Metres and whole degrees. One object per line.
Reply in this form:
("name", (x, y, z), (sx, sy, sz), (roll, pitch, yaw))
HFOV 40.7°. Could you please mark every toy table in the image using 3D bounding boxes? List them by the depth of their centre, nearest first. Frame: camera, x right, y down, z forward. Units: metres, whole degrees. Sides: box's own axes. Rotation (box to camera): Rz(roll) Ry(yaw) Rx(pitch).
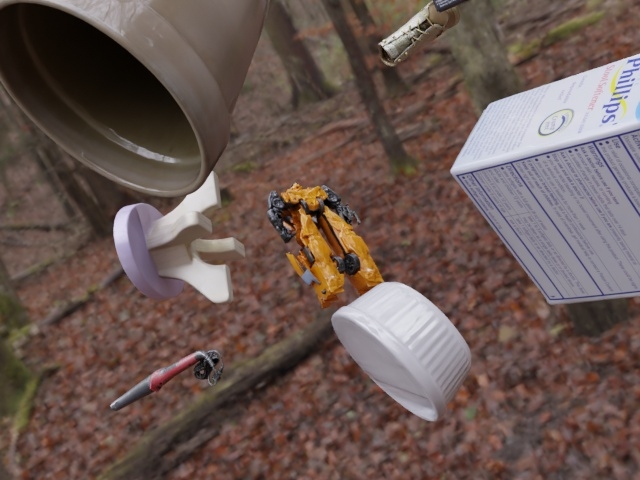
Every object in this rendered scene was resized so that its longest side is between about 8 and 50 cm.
("toy table", (-0.253, 0.007, 1.605), (0.161, 0.252, 0.274), (-12, -5, 11))

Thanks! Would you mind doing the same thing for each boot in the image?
("boot", (0.217, -0.470, 1.947), (0.165, 0.077, 0.213), (-35, 2, -8))

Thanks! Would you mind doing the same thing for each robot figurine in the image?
("robot figurine", (0.000, 0.000, 1.818), (0.211, 0.291, 0.085), (-8, -36, -36))

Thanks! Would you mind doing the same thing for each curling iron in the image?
("curling iron", (-0.277, 0.256, 1.522), (0.274, 0.068, 0.035), (-26, 12, 28))

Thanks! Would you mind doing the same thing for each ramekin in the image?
("ramekin", (0.158, 0.196, 1.596), (0.127, 0.273, 0.273), (-42, 11, -16))

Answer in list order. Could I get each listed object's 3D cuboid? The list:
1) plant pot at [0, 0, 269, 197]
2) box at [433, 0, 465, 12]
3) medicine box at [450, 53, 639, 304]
("plant pot", (-0.215, -0.265, 1.119), (0.323, 0.323, 0.280), (-19, 35, 54))
("box", (0.240, -0.540, 1.419), (0.165, 0.270, 0.143), (-29, 12, -35))
("medicine box", (0.365, -0.068, 1.085), (0.289, 0.263, 0.149), (-13, 37, 47))
